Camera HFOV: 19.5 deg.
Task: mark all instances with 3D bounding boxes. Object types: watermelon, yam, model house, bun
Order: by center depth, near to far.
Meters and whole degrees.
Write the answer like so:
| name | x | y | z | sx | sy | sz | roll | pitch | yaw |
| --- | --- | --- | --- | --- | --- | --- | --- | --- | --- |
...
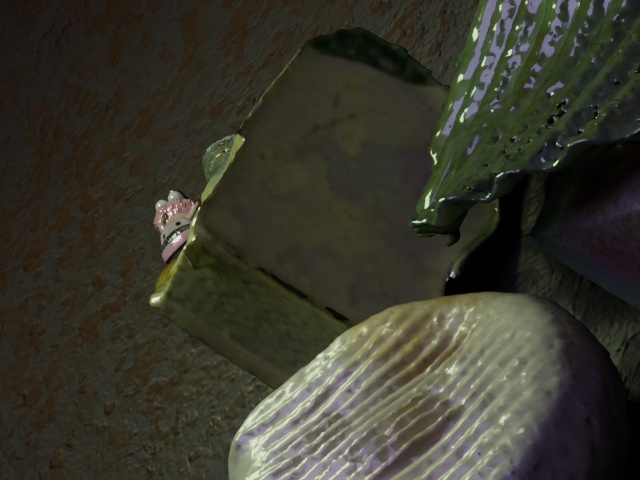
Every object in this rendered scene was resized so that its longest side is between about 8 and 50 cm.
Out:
| name | x | y | z | sx | sy | sz | roll | pitch | yaw |
| --- | --- | --- | --- | --- | --- | --- | --- | --- | --- |
| watermelon | 0.329 | -0.064 | 1.490 | 0.264 | 0.151 | 0.302 | -60 | 18 | -14 |
| bun | 0.102 | 0.212 | 1.509 | 0.365 | 0.219 | 0.365 | -28 | 30 | 18 |
| model house | 0.000 | 0.000 | 1.843 | 0.321 | 0.261 | 0.266 | -59 | 4 | -33 |
| yam | -0.082 | -0.055 | 2.087 | 0.078 | 0.078 | 0.179 | -47 | 34 | 15 |

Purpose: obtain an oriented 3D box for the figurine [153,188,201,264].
| name | x | y | z | sx | sy | sz | roll | pitch | yaw |
| --- | --- | --- | --- | --- | --- | --- | --- | --- | --- |
| figurine | -0.155 | -0.012 | 2.169 | 0.072 | 0.054 | 0.129 | -34 | 30 | 8 |

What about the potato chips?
| name | x | y | z | sx | sy | sz | roll | pitch | yaw |
| --- | --- | --- | --- | --- | --- | --- | --- | --- | --- |
| potato chips | 0.188 | -0.156 | 1.608 | 0.373 | 0.097 | 0.389 | -36 | 28 | 47 |

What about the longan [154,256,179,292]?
| name | x | y | z | sx | sy | sz | roll | pitch | yaw |
| --- | --- | --- | --- | --- | --- | --- | --- | --- | --- |
| longan | -0.151 | 0.048 | 2.084 | 0.075 | 0.083 | 0.075 | -4 | 44 | 4 |
